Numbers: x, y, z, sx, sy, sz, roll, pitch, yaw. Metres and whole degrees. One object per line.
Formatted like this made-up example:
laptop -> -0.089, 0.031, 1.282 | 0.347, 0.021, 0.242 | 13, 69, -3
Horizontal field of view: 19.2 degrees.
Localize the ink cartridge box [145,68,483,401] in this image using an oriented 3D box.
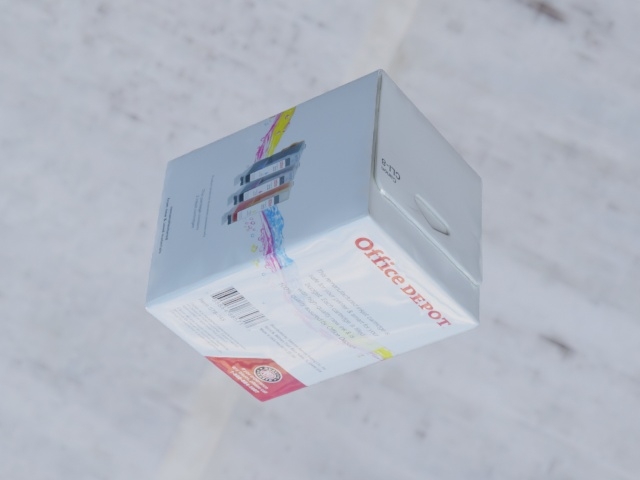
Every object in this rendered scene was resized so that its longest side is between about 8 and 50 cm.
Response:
ink cartridge box -> 0.000, 0.000, 1.209 | 0.176, 0.127, 0.128 | -21, 134, 29
